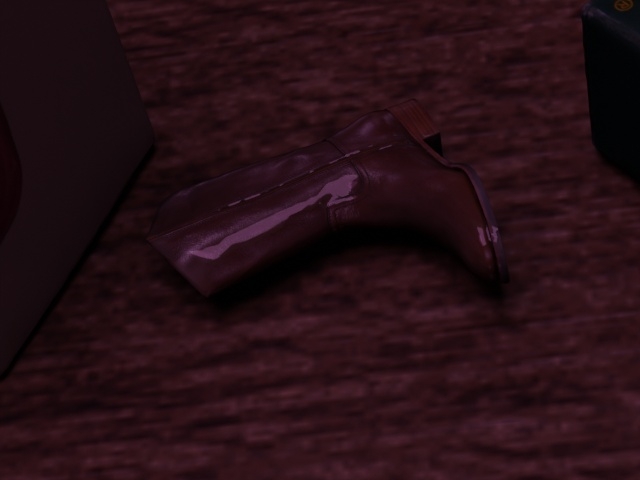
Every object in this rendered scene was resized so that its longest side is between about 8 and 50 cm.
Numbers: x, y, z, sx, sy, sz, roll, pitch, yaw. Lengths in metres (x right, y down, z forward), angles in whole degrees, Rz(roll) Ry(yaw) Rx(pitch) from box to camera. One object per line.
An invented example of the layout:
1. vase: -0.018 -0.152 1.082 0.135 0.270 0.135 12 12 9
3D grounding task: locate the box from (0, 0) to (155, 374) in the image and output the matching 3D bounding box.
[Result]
1. box: -0.172 -0.080 0.681 0.148 0.232 0.127 15 57 23

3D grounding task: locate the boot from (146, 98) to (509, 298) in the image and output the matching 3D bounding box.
1. boot: 0.000 0.000 0.706 0.114 0.037 0.106 -21 37 -9

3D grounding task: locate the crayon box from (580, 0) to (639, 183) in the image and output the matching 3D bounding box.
1. crayon box: 0.265 -0.026 0.642 0.202 0.081 0.318 -36 53 -17
